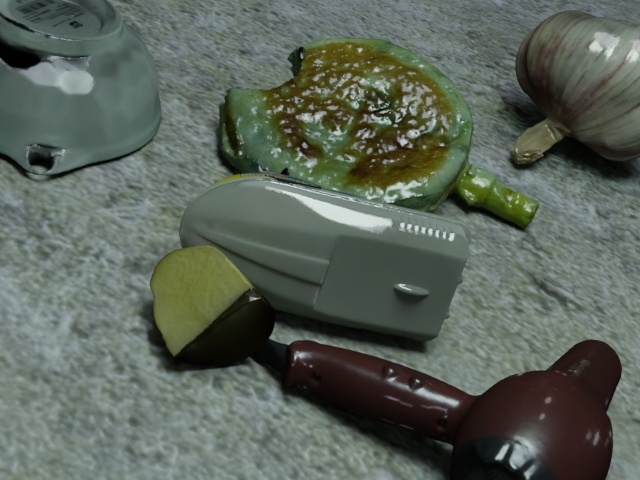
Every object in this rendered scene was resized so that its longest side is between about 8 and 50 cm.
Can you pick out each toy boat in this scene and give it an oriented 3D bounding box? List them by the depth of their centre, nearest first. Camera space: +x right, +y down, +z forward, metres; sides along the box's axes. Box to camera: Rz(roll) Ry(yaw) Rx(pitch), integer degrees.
[{"bbox_3d":[0.005,0.004,1.051,0.269,0.141,0.141,18,34,1],"label":"toy boat"}]

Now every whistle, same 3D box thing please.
[{"bbox_3d":[0.169,-0.073,1.314,0.198,0.057,0.104,29,45,2],"label":"whistle"}]

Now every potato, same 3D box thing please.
[{"bbox_3d":[-0.099,0.055,0.975,0.096,0.066,0.103,-33,53,4],"label":"potato"}]

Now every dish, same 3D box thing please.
[{"bbox_3d":[-0.303,-0.205,1.194,0.303,0.120,0.303,14,33,-10],"label":"dish"}]

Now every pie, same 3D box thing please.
[{"bbox_3d":[0.034,-0.129,1.251,0.302,0.067,0.302,1,50,-1],"label":"pie"}]

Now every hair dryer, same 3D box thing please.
[{"bbox_3d":[0.101,0.127,0.982,0.340,0.123,0.312,19,22,17],"label":"hair dryer"}]

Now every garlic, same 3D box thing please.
[{"bbox_3d":[0.347,-0.181,1.461,0.245,0.245,0.253,37,74,24],"label":"garlic"}]
